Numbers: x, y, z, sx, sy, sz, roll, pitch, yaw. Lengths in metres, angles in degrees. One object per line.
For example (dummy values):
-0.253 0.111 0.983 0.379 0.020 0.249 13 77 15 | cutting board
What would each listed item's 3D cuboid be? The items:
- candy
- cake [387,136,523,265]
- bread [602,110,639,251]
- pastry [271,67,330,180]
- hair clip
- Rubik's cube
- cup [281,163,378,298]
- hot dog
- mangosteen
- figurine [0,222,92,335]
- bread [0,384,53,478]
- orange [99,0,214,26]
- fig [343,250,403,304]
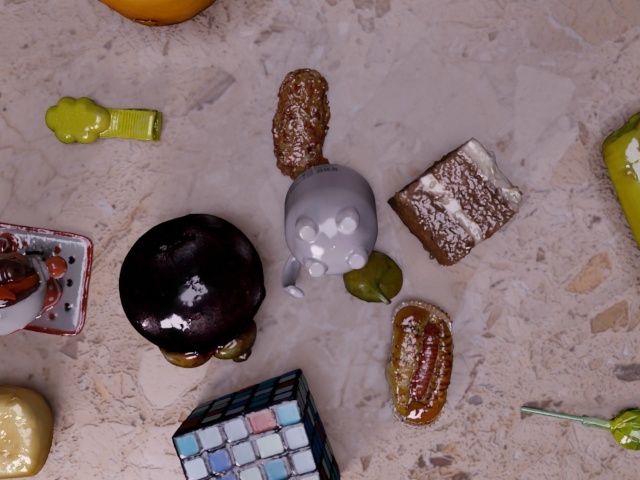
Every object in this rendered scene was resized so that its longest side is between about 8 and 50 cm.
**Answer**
0.393 0.265 1.398 0.194 0.062 0.058 10 139 11 | candy
0.192 -0.056 1.344 0.147 0.134 0.135 -41 91 -4 | cake
0.526 -0.009 1.334 0.166 0.112 0.383 -23 91 2 | bread
-0.028 -0.167 1.378 0.087 0.063 0.169 0 95 0 | pastry
-0.325 -0.173 1.403 0.173 0.046 0.072 7 90 4 | hair clip
-0.086 0.310 1.355 0.187 0.182 0.184 -18 93 4 | Rubik's cube
-0.003 -0.011 1.332 0.173 0.142 0.134 -26 113 11 | cup
0.146 0.183 1.398 0.099 0.053 0.192 5 92 6 | hot dog
-0.168 0.086 1.350 0.211 0.211 0.250 -23 124 4 | mangosteen
-0.449 0.069 1.336 0.183 0.226 0.160 8 95 3 | figurine
-0.507 0.285 1.418 0.217 0.098 0.147 0 95 5 | bread
-0.220 -0.415 1.282 0.246 0.246 0.246 0 94 3 | orange
0.075 0.056 1.370 0.082 0.098 0.084 -36 93 7 | fig
